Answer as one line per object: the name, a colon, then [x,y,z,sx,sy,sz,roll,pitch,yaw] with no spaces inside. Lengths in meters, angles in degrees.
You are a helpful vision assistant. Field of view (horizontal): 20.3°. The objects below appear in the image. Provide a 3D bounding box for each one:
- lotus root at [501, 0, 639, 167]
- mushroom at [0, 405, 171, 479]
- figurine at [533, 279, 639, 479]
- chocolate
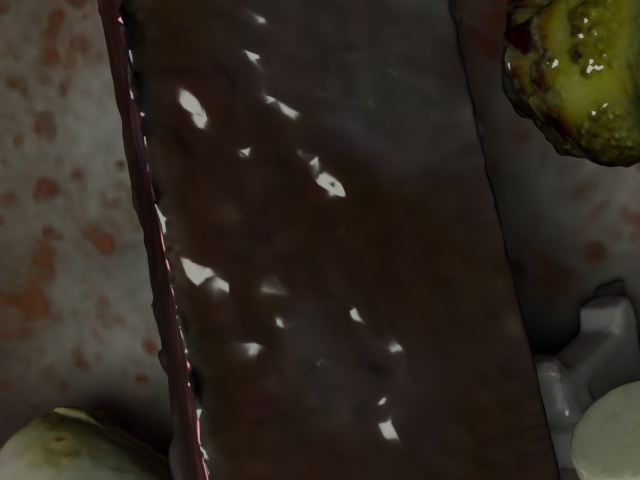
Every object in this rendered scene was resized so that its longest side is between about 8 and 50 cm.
lotus root: [0.202,-0.042,0.489,0.309,0.173,0.173,10,107,11]
mushroom: [0.019,0.187,0.629,0.351,0.123,0.095,40,91,4]
figurine: [0.159,0.141,0.575,0.182,0.144,0.256,-15,105,16]
chocolate: [0.000,0.000,0.542,0.112,0.112,0.321,-9,82,-8]
